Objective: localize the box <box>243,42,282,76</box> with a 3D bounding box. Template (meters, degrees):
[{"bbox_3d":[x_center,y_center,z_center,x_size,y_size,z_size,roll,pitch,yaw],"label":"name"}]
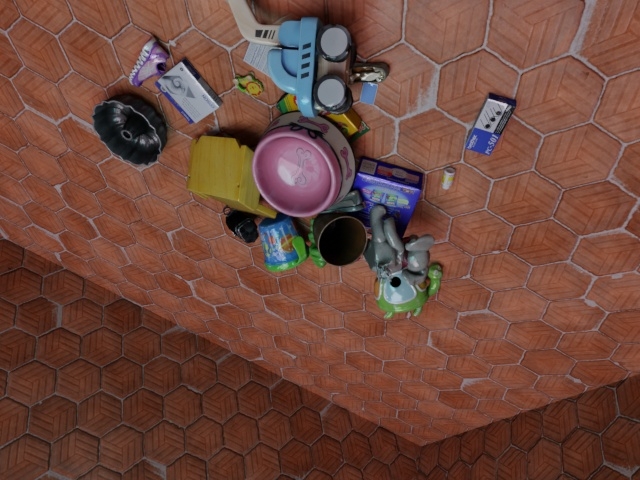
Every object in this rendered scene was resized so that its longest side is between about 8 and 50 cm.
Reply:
[{"bbox_3d":[-0.184,-0.663,1.602,0.137,0.072,0.126,29,138,-10],"label":"box"}]

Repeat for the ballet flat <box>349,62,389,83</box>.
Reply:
[{"bbox_3d":[0.130,-0.575,1.569,0.213,0.068,0.072,3,135,20],"label":"ballet flat"}]

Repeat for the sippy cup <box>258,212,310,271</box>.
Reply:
[{"bbox_3d":[-0.189,-0.004,2.188,0.305,0.240,0.224,-9,113,23],"label":"sippy cup"}]

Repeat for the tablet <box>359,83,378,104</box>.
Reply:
[{"bbox_3d":[0.175,-0.533,1.642,0.054,0.006,0.083,16,139,5],"label":"tablet"}]

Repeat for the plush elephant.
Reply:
[{"bbox_3d":[0.327,0.041,1.838,0.255,0.330,0.272,1,132,-11],"label":"plush elephant"}]

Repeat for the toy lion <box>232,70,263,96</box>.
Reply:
[{"bbox_3d":[-0.273,-0.595,1.745,0.100,0.034,0.096,-2,141,25],"label":"toy lion"}]

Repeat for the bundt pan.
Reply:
[{"bbox_3d":[-0.821,-0.497,1.999,0.330,0.124,0.331,12,138,11],"label":"bundt pan"}]

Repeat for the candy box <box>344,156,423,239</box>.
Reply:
[{"bbox_3d":[0.257,-0.164,1.911,0.267,0.122,0.317,16,137,4],"label":"candy box"}]

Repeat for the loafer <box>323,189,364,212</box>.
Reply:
[{"bbox_3d":[0.064,-0.163,1.886,0.267,0.096,0.084,1,106,40],"label":"loafer"}]

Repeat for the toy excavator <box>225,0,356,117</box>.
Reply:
[{"bbox_3d":[-0.110,-0.624,1.452,0.444,0.222,0.434,6,103,7],"label":"toy excavator"}]

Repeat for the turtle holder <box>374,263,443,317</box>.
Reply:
[{"bbox_3d":[0.407,0.220,2.169,0.320,0.243,0.228,-1,118,35],"label":"turtle holder"}]

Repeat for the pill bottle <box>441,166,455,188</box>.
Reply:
[{"bbox_3d":[0.502,-0.243,1.786,0.043,0.043,0.083,12,138,10],"label":"pill bottle"}]

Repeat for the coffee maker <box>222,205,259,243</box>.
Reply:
[{"bbox_3d":[-0.395,-0.076,2.216,0.171,0.120,0.178,36,175,-31],"label":"coffee maker"}]

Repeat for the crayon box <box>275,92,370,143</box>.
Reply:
[{"bbox_3d":[0.012,-0.466,1.723,0.318,0.081,0.202,42,134,-22],"label":"crayon box"}]

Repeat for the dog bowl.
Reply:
[{"bbox_3d":[-0.079,-0.270,1.726,0.407,0.150,0.409,11,124,17],"label":"dog bowl"}]

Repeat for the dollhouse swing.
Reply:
[{"bbox_3d":[-0.358,-0.274,2.010,0.346,0.304,0.316,14,99,37],"label":"dollhouse swing"}]

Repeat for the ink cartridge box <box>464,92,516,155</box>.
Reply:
[{"bbox_3d":[0.589,-0.401,1.583,0.097,0.046,0.207,18,139,5],"label":"ink cartridge box"}]

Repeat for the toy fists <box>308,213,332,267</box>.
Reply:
[{"bbox_3d":[0.000,0.000,2.140,0.096,0.142,0.280,9,126,13],"label":"toy fists"}]

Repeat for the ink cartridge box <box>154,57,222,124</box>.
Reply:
[{"bbox_3d":[-0.547,-0.591,1.846,0.223,0.045,0.223,-19,125,36],"label":"ink cartridge box"}]

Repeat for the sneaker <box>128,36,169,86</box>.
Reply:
[{"bbox_3d":[-0.667,-0.675,1.778,0.104,0.095,0.236,32,137,-24],"label":"sneaker"}]

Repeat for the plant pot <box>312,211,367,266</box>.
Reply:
[{"bbox_3d":[0.054,-0.032,1.921,0.215,0.230,0.216,-7,112,-18],"label":"plant pot"}]
